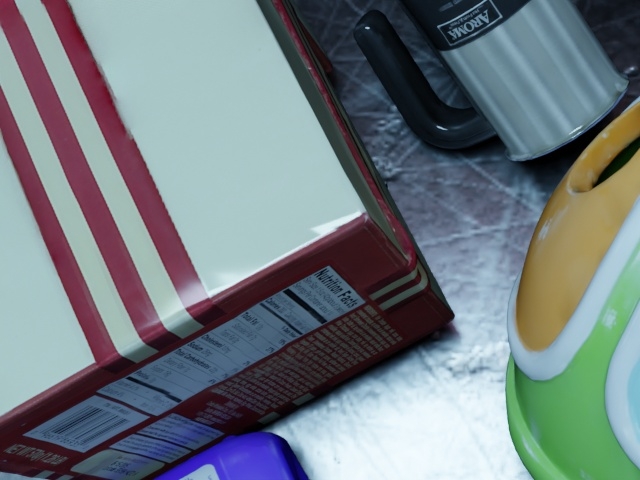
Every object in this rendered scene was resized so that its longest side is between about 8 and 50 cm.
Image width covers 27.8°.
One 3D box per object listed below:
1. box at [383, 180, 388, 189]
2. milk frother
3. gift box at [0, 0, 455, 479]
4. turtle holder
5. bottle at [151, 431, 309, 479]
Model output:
[{"bbox_3d":[0.000,0.000,0.775,0.067,0.018,0.083,10,77,11],"label":"box"},{"bbox_3d":[0.106,-0.137,0.760,0.135,0.129,0.143,53,54,-17],"label":"milk frother"},{"bbox_3d":[-0.116,-0.031,0.669,0.276,0.255,0.258,-26,69,3],"label":"gift box"},{"bbox_3d":[0.240,0.045,0.571,0.320,0.228,0.243,27,44,34],"label":"turtle holder"},{"bbox_3d":[-0.122,0.214,0.699,0.282,0.092,0.118,-30,79,0],"label":"bottle"}]
